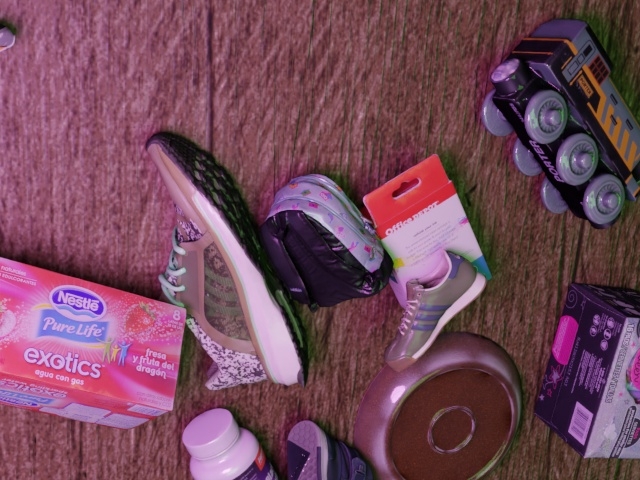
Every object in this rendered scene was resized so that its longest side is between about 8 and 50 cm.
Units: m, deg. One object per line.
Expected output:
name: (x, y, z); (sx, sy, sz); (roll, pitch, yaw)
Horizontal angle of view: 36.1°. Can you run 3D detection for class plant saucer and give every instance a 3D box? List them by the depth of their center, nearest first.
plant saucer: (0.206, 0.301, 1.605); (0.311, 0.050, 0.310); (-7, 110, -19)

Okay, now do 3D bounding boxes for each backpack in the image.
backpack: (0.000, 0.000, 1.366); (0.152, 0.115, 0.182); (-23, 121, 33)

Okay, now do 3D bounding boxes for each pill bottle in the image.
pill bottle: (-0.126, 0.345, 1.450); (0.108, 0.108, 0.193); (-30, 117, -10)

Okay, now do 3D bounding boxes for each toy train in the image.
toy train: (0.382, -0.169, 1.467); (0.190, 0.142, 0.334); (-49, 119, -11)

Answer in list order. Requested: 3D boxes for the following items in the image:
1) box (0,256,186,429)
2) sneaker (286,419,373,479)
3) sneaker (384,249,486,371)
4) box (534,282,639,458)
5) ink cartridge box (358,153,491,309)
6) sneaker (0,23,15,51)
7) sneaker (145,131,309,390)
box: (-0.340, 0.133, 1.240); (0.300, 0.154, 0.142); (18, 61, -26)
sneaker: (0.014, 0.404, 1.483); (0.163, 0.086, 0.226); (42, 44, -46)
sneaker: (0.144, 0.093, 1.415); (0.192, 0.064, 0.086); (-46, 111, 2)
box: (0.482, 0.215, 1.620); (0.142, 0.163, 0.247); (5, 106, -22)
ink cartridge box: (0.145, -0.011, 1.452); (0.134, 0.078, 0.231); (-31, 117, -9)
sneaker: (-0.457, -0.260, 1.120); (0.215, 0.084, 0.083); (9, 100, -24)
sneaker: (-0.162, 0.054, 1.327); (0.182, 0.158, 0.410); (-22, 111, 6)
